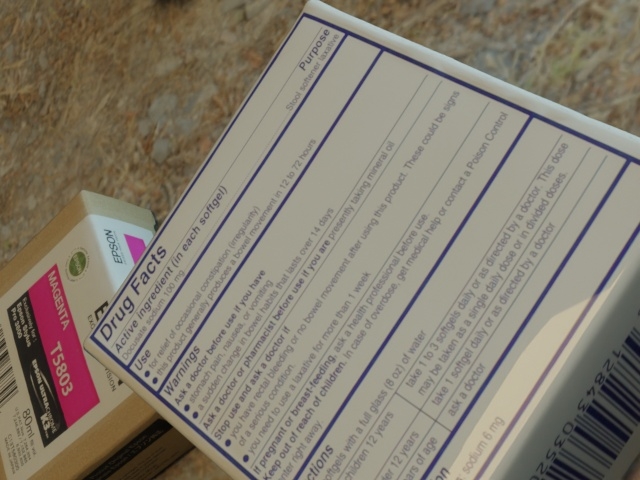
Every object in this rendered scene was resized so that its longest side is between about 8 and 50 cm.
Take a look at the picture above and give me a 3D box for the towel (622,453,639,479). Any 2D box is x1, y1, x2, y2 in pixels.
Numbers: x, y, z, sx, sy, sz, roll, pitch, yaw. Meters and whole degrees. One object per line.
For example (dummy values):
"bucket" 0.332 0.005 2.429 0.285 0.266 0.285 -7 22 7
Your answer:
"towel" 0.290 0.155 0.584 0.331 0.053 0.317 -32 58 26

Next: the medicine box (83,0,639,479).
"medicine box" 0.049 0.038 0.650 0.289 0.149 0.264 32 87 38

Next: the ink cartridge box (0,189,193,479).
"ink cartridge box" -0.208 0.105 0.959 0.193 0.088 0.235 -41 55 22
